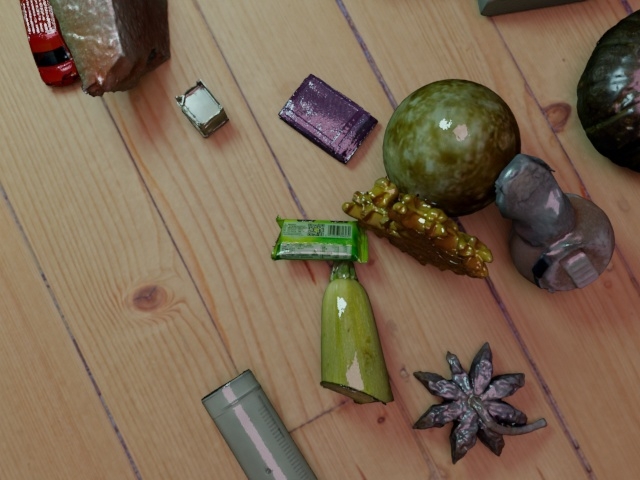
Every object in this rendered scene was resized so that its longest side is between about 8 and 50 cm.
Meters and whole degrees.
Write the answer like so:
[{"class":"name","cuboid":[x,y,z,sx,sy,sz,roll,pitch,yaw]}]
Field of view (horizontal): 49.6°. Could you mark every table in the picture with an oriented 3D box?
[{"class":"table","cuboid":[-0.223,-0.247,1.304,0.062,0.083,0.079,-40,87,-4]}]

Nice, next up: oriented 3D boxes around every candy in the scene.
[{"class":"candy","cuboid":[0.000,0.001,1.291,0.178,0.032,0.102,2,52,1]}]

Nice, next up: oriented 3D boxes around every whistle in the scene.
[{"class":"whistle","cuboid":[0.390,-0.038,1.207,0.189,0.189,0.348,-50,128,-4]}]

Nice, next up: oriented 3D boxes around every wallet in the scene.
[{"class":"wallet","cuboid":[0.014,-0.235,1.331,0.166,0.030,0.111,35,86,3]}]

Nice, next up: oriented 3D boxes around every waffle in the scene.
[{"class":"waffle","cuboid":[0.171,-0.018,1.181,0.260,0.293,0.069,33,85,-9]}]

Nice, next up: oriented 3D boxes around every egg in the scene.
[{"class":"egg","cuboid":[0.228,-0.162,1.195,0.238,0.289,0.238,0,82,-1]}]

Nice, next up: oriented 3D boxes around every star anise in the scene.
[{"class":"star anise","cuboid":[0.292,0.300,1.261,0.262,0.081,0.230,20,75,4]}]

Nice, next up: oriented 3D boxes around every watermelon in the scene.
[{"class":"watermelon","cuboid":[-0.373,-0.421,1.253,0.151,0.264,0.302,-23,96,11]}]

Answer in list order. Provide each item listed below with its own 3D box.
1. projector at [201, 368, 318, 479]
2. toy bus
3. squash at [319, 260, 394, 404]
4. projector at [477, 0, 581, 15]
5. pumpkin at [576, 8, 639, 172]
[{"class":"projector","cuboid":[-0.082,0.398,1.237,0.108,0.108,0.337,-32,86,-3]},{"class":"toy bus","cuboid":[-0.513,-0.393,1.314,0.081,0.089,0.195,-13,85,-1]},{"class":"squash","cuboid":[0.043,0.159,1.249,0.137,0.137,0.287,-10,82,-1]},{"class":"projector","cuboid":[0.414,-0.556,1.325,0.250,0.108,0.198,-10,85,0]},{"class":"pumpkin","cuboid":[0.624,-0.271,1.256,0.320,0.192,0.320,0,85,2]}]
